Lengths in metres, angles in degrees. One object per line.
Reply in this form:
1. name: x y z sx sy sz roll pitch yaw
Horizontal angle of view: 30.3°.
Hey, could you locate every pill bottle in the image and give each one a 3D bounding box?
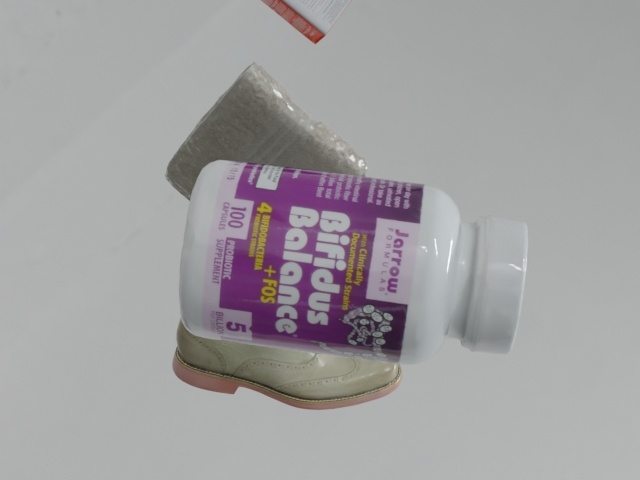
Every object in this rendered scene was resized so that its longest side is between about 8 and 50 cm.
1. pill bottle: 0.032 0.024 1.092 0.301 0.169 0.169 7 -24 4

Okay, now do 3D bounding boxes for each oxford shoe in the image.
1. oxford shoe: -0.053 0.186 2.008 0.140 0.396 0.147 -91 -174 -58

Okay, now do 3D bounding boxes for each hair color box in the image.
1. hair color box: -0.035 -0.305 1.391 0.141 0.072 0.043 39 -16 -10

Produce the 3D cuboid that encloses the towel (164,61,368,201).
1. towel: -0.073 -0.090 1.448 0.187 0.049 0.282 40 -35 -9
